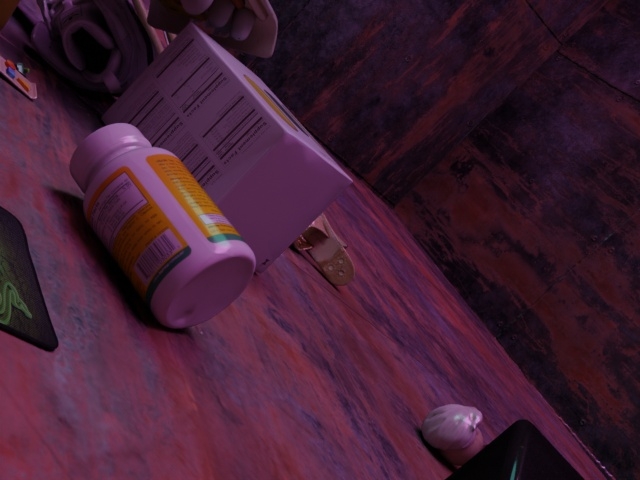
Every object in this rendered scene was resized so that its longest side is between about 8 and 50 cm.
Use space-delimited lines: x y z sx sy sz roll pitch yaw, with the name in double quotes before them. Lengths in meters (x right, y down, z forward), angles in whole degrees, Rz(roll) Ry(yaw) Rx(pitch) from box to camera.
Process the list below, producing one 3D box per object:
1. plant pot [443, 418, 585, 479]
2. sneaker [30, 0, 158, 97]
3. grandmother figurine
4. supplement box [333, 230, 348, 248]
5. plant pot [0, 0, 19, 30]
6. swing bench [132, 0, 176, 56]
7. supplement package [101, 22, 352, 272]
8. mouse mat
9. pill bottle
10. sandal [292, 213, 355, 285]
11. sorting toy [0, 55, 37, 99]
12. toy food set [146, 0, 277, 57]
"plant pot" 0.180 0.317 0.865 0.187 0.188 0.167 47 20 6
"sneaker" -0.373 -0.374 1.371 0.365 0.137 0.210 60 6 -13
"grandmother figurine" 0.290 0.375 1.372 0.342 0.104 0.208 43 -19 1
"supplement box" 0.000 0.000 1.820 0.083 0.056 0.083 47 9 11
"plant pot" -0.476 -0.446 1.220 0.187 0.212 0.212 23 22 -41
"swing bench" -0.324 -0.374 1.697 0.254 0.165 0.253 49 7 -12
"supplement package" -0.134 -0.129 1.318 0.262 0.198 0.199 51 10 31
"mouse mat" -0.278 -0.001 0.710 0.153 0.007 0.189 37 13 -43
"pill bottle" -0.169 -0.021 0.941 0.208 0.117 0.117 49 9 23
"sandal" -0.019 -0.014 1.697 0.240 0.088 0.079 50 3 -4
"sorting toy" -0.382 -0.212 1.153 0.062 0.012 0.083 40 11 -33
"toy food set" -0.200 -0.351 1.329 0.220 0.092 0.306 17 -6 11
